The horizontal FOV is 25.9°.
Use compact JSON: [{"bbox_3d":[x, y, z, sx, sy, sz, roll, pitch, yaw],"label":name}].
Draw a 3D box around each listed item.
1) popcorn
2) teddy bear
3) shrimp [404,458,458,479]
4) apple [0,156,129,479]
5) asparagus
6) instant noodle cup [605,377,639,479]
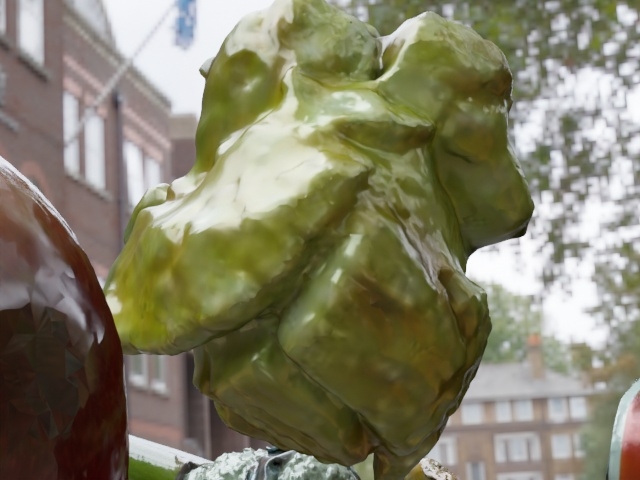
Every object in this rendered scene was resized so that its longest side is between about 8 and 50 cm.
[{"bbox_3d":[0.006,-0.002,0.827,0.225,0.276,0.276,28,-25,-21],"label":"popcorn"},{"bbox_3d":[-0.028,0.196,1.056,0.133,0.111,0.213,4,14,-42],"label":"teddy bear"},{"bbox_3d":[0.134,0.347,1.587,0.058,0.173,0.253,-22,-35,-24],"label":"shrimp"},{"bbox_3d":[-0.170,0.069,0.493,0.163,0.293,0.251,-11,4,27],"label":"apple"},{"bbox_3d":[-0.175,0.236,1.435,0.067,0.060,0.278,-8,10,-43],"label":"asparagus"},{"bbox_3d":[0.386,0.219,1.062,0.308,0.293,0.294,2,-9,22],"label":"instant noodle cup"}]
